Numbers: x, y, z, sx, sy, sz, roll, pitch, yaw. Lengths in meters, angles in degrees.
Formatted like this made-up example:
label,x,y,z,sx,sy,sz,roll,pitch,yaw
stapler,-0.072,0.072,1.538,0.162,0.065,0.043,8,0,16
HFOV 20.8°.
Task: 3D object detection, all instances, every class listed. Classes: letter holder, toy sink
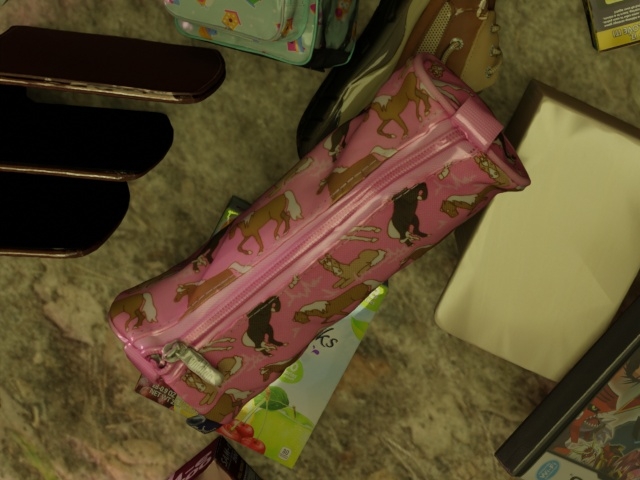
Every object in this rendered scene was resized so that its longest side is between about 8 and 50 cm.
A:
label,x,y,z,sx,sy,sz,roll,pitch,yaw
letter holder,-0.195,-0.088,1.520,0.214,0.302,0.152,4,103,-1
toy sink,0.216,-0.009,1.623,0.152,0.131,0.234,24,102,-4

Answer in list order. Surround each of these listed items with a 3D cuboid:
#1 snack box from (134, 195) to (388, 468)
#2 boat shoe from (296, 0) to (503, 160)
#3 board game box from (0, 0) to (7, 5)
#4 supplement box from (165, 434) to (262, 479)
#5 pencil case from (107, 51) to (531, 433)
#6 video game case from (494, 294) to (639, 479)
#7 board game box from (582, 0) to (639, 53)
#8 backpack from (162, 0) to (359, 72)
label,x,y,z,sx,sy,sz,roll,pitch,yaw
snack box,-0.056,0.088,1.680,0.174,0.070,0.207,26,101,-5
boat shoe,0.106,-0.182,1.599,0.120,0.122,0.324,31,110,-13
board game box,-0.260,-0.378,1.465,0.224,0.097,0.303,38,56,-8
supplement box,-0.071,0.328,1.735,0.130,0.073,0.239,-40,99,9
pencil case,0.000,0.000,1.524,0.386,0.167,0.160,-39,130,13
video game case,0.327,0.148,1.638,0.275,0.035,0.248,-49,135,11
board game box,0.320,-0.263,1.605,0.170,0.048,0.141,-14,105,3
backpack,-0.045,-0.259,1.553,0.166,0.144,0.188,18,96,29
